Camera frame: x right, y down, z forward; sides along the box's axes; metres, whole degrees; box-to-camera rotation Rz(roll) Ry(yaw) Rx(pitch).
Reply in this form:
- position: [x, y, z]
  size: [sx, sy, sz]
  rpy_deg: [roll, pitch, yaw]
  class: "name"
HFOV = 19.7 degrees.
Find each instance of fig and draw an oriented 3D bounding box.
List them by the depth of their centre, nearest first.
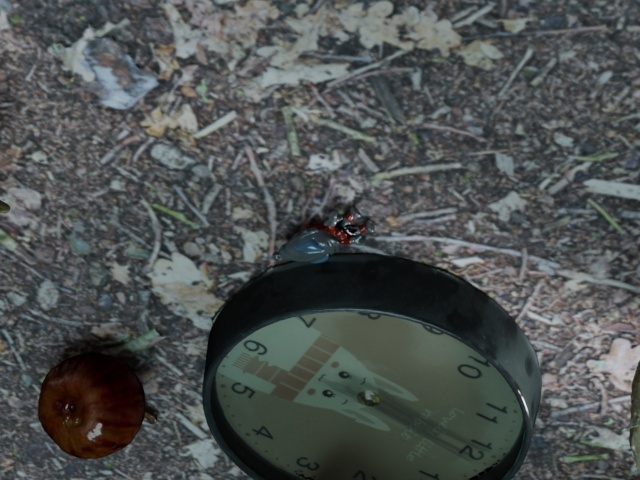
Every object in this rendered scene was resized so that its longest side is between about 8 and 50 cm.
- position: [-0.247, 0.188, 2.115]
  size: [0.150, 0.128, 0.128]
  rpy_deg: [-6, 140, -23]
  class: "fig"

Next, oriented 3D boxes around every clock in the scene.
- position: [0.054, 0.175, 2.059]
  size: [0.386, 0.076, 0.386]
  rpy_deg: [6, 135, 6]
  class: "clock"

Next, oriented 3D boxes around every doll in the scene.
- position: [0.000, 0.001, 1.928]
  size: [0.114, 0.039, 0.057]
  rpy_deg: [-25, 167, 21]
  class: "doll"

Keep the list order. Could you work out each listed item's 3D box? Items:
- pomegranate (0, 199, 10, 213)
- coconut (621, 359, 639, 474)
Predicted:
- position: [-0.405, -0.072, 1.863]
  size: [0.182, 0.181, 0.224]
  rpy_deg: [-5, 154, 17]
  class: "pomegranate"
- position: [0.451, 0.163, 1.833]
  size: [0.297, 0.254, 0.297]
  rpy_deg: [7, 112, 18]
  class: "coconut"
